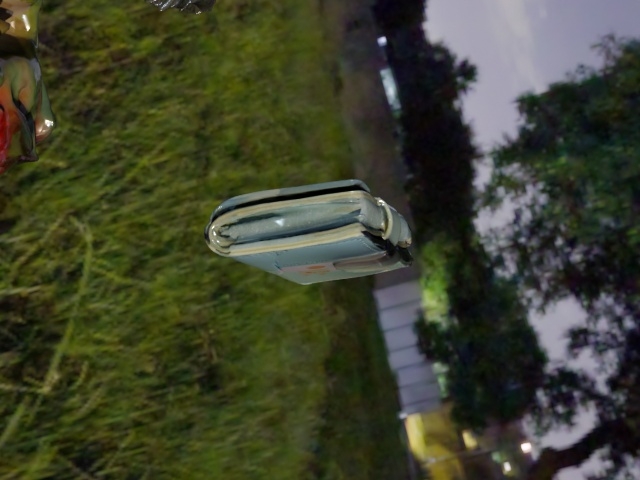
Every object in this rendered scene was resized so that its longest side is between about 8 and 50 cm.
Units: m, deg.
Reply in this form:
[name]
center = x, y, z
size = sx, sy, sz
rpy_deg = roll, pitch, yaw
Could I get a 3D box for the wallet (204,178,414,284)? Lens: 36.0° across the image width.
[wallet]
center = 0.000, 0.000, 1.085
size = 0.250, 0.176, 0.074
rpy_deg = 31, 51, -72

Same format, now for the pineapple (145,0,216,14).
[pineapple]
center = -0.110, -0.318, 0.887
size = 0.119, 0.111, 0.237
rpy_deg = -23, 135, -51

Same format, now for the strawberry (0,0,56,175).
[strawberry]
center = -0.299, -0.133, 0.563
size = 0.257, 0.277, 0.257
rpy_deg = 2, 90, -85
